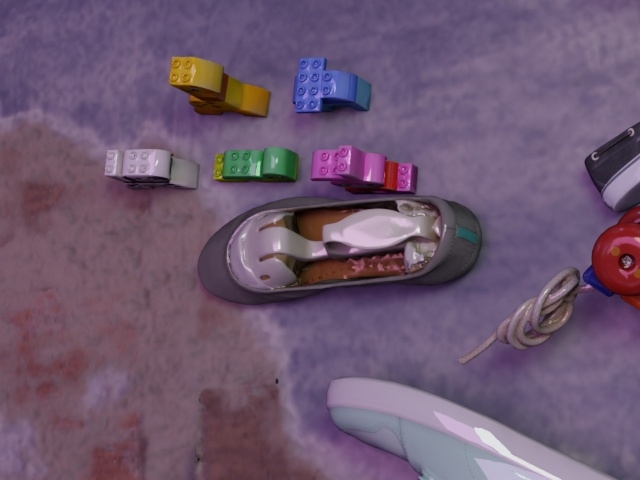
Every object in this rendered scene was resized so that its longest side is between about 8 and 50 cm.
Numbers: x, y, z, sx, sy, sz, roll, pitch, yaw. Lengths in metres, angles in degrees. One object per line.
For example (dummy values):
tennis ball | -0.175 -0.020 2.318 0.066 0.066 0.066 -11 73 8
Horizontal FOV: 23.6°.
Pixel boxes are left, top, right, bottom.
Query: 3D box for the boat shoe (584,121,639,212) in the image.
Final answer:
boat shoe | 0.222 -0.075 0.936 0.142 0.049 0.040 -41 66 16

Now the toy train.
toy train | 0.218 0.045 0.898 0.248 0.105 0.143 -44 82 20

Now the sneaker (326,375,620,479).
sneaker | 0.089 0.184 0.921 0.256 0.094 0.151 24 85 25

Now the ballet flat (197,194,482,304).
ballet flat | 0.000 0.000 1.018 0.213 0.068 0.072 -6 78 25

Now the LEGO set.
LEGO set | -0.054 -0.083 1.045 0.227 0.093 0.087 1 81 26
